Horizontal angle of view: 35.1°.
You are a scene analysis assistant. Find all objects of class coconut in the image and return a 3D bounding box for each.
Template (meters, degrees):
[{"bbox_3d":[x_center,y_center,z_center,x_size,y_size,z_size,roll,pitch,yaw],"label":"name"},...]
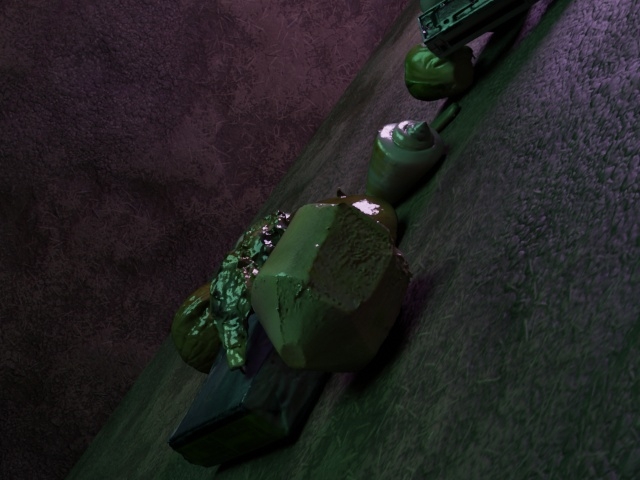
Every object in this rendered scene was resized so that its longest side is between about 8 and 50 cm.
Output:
[{"bbox_3d":[0.013,0.088,1.545,0.233,0.233,0.245,-38,23,57],"label":"coconut"}]

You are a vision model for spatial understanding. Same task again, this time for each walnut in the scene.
[{"bbox_3d":[-0.233,0.199,2.344,0.228,0.228,0.228,-52,11,14],"label":"walnut"}]

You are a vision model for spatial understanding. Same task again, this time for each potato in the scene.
[{"bbox_3d":[0.000,0.000,1.905,0.299,0.116,0.239,-22,42,32],"label":"potato"}]

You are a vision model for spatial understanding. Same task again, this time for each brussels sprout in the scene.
[{"bbox_3d":[0.251,-0.362,2.169,0.183,0.146,0.131,-114,31,-83],"label":"brussels sprout"}]

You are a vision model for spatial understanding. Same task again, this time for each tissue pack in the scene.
[{"bbox_3d":[-0.113,0.252,1.845,0.288,0.124,0.394,-60,12,-30],"label":"tissue pack"}]

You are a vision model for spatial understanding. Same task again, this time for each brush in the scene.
[{"bbox_3d":[0.192,-0.190,2.182,0.336,0.020,0.085,-45,14,41],"label":"brush"}]

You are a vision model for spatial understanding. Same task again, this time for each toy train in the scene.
[{"bbox_3d":[0.386,-0.495,1.984,0.407,0.088,0.086,-28,46,24],"label":"toy train"}]

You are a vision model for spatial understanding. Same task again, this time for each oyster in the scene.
[{"bbox_3d":[-0.131,0.073,1.767,0.354,0.107,0.201,-79,15,-60],"label":"oyster"}]

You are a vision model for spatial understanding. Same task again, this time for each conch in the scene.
[{"bbox_3d":[0.141,-0.156,2.009,0.255,0.127,0.158,-47,14,38],"label":"conch"}]

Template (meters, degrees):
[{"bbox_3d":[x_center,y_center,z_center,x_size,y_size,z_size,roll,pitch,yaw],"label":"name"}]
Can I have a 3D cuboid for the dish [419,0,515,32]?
[{"bbox_3d":[0.361,-0.509,2.142,0.273,0.133,0.273,-25,-16,-8],"label":"dish"}]

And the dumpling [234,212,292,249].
[{"bbox_3d":[-0.068,0.036,2.250,0.243,0.187,0.318,-24,0,25],"label":"dumpling"}]
